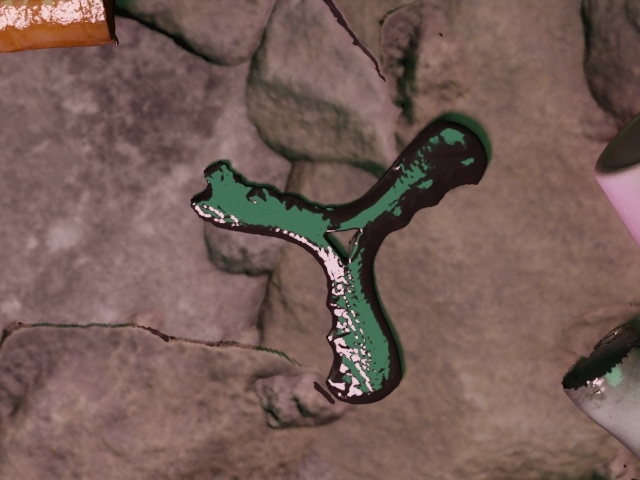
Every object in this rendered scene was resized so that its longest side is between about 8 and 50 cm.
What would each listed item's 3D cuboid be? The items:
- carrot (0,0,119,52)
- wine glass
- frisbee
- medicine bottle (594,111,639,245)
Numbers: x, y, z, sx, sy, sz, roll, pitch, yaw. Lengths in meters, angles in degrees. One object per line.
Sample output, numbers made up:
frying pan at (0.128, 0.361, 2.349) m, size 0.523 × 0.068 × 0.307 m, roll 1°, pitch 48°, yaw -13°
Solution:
carrot at (-0.235, -0.155, 1.324) m, size 0.205 × 0.072 × 0.072 m, roll -5°, pitch 100°, yaw 9°
wine glass at (0.239, 0.136, 1.359) m, size 0.072 × 0.072 × 0.155 m, roll -40°, pitch 97°, yaw 8°
frisbee at (0.000, 0.000, 1.367) m, size 0.187 × 0.012 × 0.211 m, roll 17°, pitch 101°, yaw -1°
medicine bottle at (0.336, 0.020, 1.247) m, size 0.241 × 0.241 × 0.302 m, roll -35°, pitch 98°, yaw 7°
